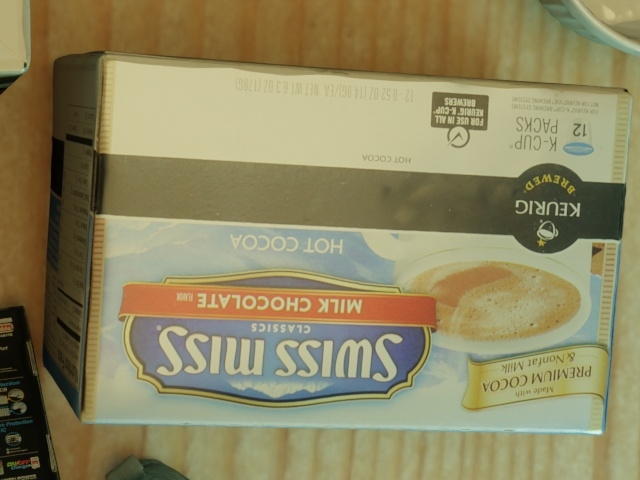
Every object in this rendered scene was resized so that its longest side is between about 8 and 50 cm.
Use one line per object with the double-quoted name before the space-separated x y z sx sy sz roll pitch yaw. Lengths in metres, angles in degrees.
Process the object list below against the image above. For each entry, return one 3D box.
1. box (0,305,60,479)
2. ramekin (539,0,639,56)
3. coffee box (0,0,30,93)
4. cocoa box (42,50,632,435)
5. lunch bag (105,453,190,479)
"box" -0.287 0.136 1.193 0.220 0.175 0.051 -8 140 -14
"ramekin" 0.239 -0.233 1.331 0.207 0.109 0.207 -1 95 -14
"coffee box" -0.273 -0.144 1.105 0.168 0.297 0.118 -2 91 -14
"cocoa box" 0.000 0.000 1.220 0.347 0.231 0.227 3 94 -15
"lunch bag" -0.062 0.290 1.222 0.169 0.235 0.287 -32 101 -8
